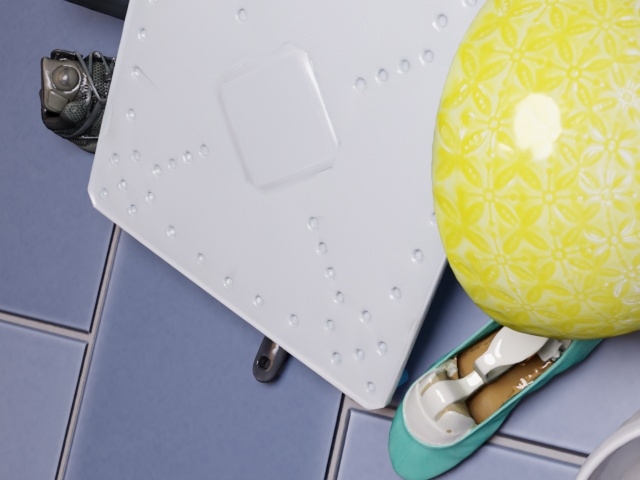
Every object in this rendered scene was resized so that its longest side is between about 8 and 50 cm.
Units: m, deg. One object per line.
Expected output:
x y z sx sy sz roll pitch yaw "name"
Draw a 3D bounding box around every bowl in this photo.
0.233 -0.058 0.815 0.156 0.289 0.290 15 88 51 "bowl"

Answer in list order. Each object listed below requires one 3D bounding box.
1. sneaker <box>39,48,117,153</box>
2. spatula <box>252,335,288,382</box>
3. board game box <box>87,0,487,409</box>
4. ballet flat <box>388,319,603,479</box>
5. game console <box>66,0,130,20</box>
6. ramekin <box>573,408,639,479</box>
-0.208 -0.166 1.233 0.227 0.130 0.087 -19 72 25 "sneaker"
0.000 0.000 1.122 0.084 0.030 0.296 22 91 31 "spatula"
-0.024 -0.110 1.023 0.390 0.050 0.390 34 122 26 "board game box"
0.133 0.114 0.980 0.247 0.087 0.083 -43 61 18 "ballet flat"
-0.110 -0.363 1.104 0.386 0.060 0.342 23 102 31 "game console"
0.281 0.202 0.820 0.207 0.109 0.207 6 104 22 "ramekin"
